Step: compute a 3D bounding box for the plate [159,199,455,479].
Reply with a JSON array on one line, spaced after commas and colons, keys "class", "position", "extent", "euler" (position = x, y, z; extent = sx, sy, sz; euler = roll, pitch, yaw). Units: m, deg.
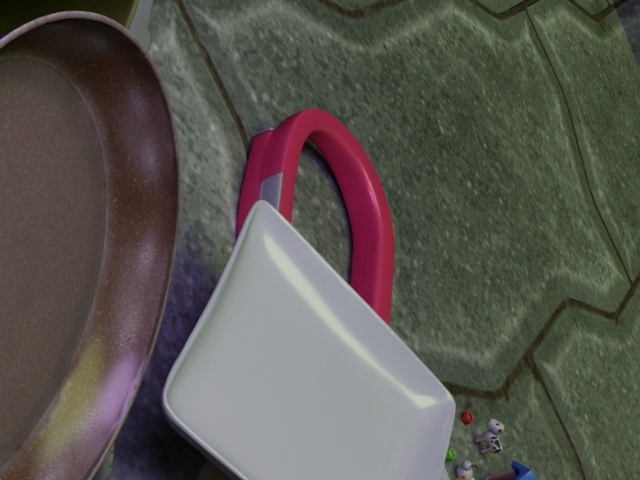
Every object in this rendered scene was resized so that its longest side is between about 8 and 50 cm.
[{"class": "plate", "position": [-0.006, 0.139, 1.072], "extent": [0.278, 0.045, 0.277], "euler": [47, 34, -18]}]

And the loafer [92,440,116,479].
[{"class": "loafer", "position": [-0.189, 0.065, 0.911], "extent": [0.094, 0.087, 0.251], "euler": [-103, -171, -73]}]

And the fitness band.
[{"class": "fitness band", "position": [0.000, 0.000, 1.323], "extent": [0.209, 0.054, 0.290], "euler": [46, 37, -37]}]

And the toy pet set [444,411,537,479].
[{"class": "toy pet set", "position": [0.197, 0.256, 1.450], "extent": [0.114, 0.065, 0.122], "euler": [59, 32, -14]}]

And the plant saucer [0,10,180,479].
[{"class": "plant saucer", "position": [-0.167, 0.028, 0.702], "extent": [0.310, 0.050, 0.310], "euler": [13, 90, -72]}]

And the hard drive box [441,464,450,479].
[{"class": "hard drive box", "position": [0.051, 0.301, 1.165], "extent": [0.232, 0.089, 0.181], "euler": [-13, 83, -59]}]

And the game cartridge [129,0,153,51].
[{"class": "game cartridge", "position": [-0.238, -0.134, 1.018], "extent": [0.230, 0.068, 0.355], "euler": [45, 37, -41]}]

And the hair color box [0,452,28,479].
[{"class": "hair color box", "position": [-0.289, 0.199, 0.671], "extent": [0.185, 0.110, 0.339], "euler": [60, 32, -15]}]

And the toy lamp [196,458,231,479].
[{"class": "toy lamp", "position": [-0.089, 0.201, 1.021], "extent": [0.080, 0.080, 0.274], "euler": [56, 30, -19]}]

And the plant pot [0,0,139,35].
[{"class": "plant pot", "position": [-0.299, -0.158, 0.735], "extent": [0.293, 0.274, 0.275], "euler": [39, 31, 7]}]
